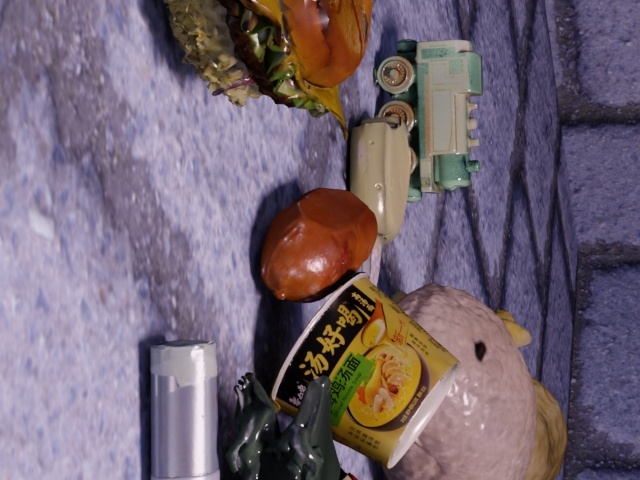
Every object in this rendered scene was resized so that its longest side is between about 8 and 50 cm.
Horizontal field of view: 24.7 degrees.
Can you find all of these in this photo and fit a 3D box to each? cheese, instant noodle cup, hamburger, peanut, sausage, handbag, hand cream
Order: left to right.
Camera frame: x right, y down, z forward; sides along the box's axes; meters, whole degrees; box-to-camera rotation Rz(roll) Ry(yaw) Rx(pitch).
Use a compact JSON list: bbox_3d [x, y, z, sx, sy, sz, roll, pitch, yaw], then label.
[{"bbox_3d":[-0.095,0.198,1.030,0.079,0.048,0.255,-6,97,-70],"label":"hand cream"},{"bbox_3d":[-0.044,-0.207,1.074,0.261,0.139,0.243,64,27,-57],"label":"hamburger"},{"bbox_3d":[-0.032,0.252,1.102,0.260,0.079,0.247,85,9,-65],"label":"handbag"},{"bbox_3d":[0.000,0.000,1.313,0.179,0.089,0.089,-47,134,-65],"label":"sausage"},{"bbox_3d":[0.044,0.119,1.283,0.151,0.122,0.151,-51,162,-23],"label":"instant noodle cup"},{"bbox_3d":[0.060,-0.023,1.593,0.127,0.050,0.255,62,31,-60],"label":"cheese"},{"bbox_3d":[0.243,0.261,2.008,0.387,0.170,0.192,25,59,-72],"label":"peanut"}]

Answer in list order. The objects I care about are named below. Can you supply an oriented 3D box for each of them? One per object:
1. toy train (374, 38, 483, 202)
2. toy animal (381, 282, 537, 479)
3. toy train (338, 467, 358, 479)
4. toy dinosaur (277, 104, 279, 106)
[{"bbox_3d":[0.130,-0.143,1.723,0.081,0.125,0.194,-2,90,-71],"label":"toy train"},{"bbox_3d":[0.153,0.190,1.655,0.226,0.188,0.358,-67,152,-47],"label":"toy animal"},{"bbox_3d":[0.019,0.234,1.300,0.138,0.050,0.087,49,-5,-1],"label":"toy train"},{"bbox_3d":[-0.041,-0.152,1.304,0.062,0.021,0.083,74,15,-79],"label":"toy dinosaur"}]
